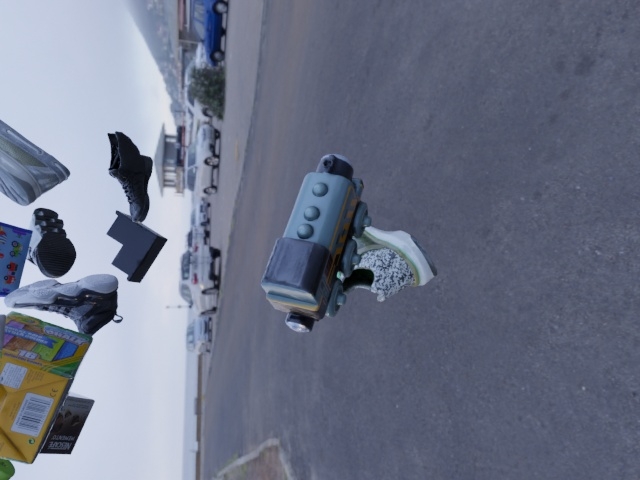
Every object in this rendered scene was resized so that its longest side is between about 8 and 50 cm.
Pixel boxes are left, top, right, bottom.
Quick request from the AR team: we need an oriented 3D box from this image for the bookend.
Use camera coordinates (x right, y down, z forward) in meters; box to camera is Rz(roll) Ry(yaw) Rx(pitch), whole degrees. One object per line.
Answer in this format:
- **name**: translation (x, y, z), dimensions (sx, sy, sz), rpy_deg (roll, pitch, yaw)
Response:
- **bookend**: translation (-0.569, 0.019, 1.373), dimensions (0.157, 0.156, 0.072), rpy_deg (-60, -10, -5)

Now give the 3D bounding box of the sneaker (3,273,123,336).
- **sneaker**: translation (-0.644, 0.178, 1.174), dimensions (0.101, 0.269, 0.153), rpy_deg (-121, 25, -70)

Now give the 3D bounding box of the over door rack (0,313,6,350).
- **over door rack**: translation (-0.657, 0.086, 0.685), dimensions (0.324, 0.239, 0.108), rpy_deg (9, 88, 34)

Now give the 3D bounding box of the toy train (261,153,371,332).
- **toy train**: translation (0.000, 0.000, 0.866), dimensions (0.190, 0.142, 0.334), rpy_deg (69, -143, -60)

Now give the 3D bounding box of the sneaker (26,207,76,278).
- **sneaker**: translation (-0.911, 0.041, 1.539), dimensions (0.146, 0.122, 0.330), rpy_deg (-54, 46, 16)

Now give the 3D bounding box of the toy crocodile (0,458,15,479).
- **toy crocodile**: translation (-0.696, 0.579, 1.017), dimensions (0.105, 0.115, 0.340), rpy_deg (23, 147, 49)

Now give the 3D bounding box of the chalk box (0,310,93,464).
- **chalk box**: translation (-0.585, 0.265, 0.916), dimensions (0.180, 0.179, 0.289), rpy_deg (-66, 19, -2)

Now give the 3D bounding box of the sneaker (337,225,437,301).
- **sneaker**: translation (0.089, 0.055, 1.163), dimensions (0.410, 0.182, 0.158), rpy_deg (10, 130, 61)

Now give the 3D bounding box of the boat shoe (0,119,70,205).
- **boat shoe**: translation (-0.620, -0.199, 0.859), dimensions (0.103, 0.320, 0.118), rpy_deg (-47, -6, -39)

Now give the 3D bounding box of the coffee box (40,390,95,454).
- **coffee box**: translation (-0.817, 0.504, 1.314), dimensions (0.297, 0.119, 0.168), rpy_deg (59, -135, -60)

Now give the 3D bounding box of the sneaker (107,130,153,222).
- **sneaker**: translation (-0.388, -0.125, 0.926), dimensions (0.051, 0.089, 0.170), rpy_deg (1, 83, 36)

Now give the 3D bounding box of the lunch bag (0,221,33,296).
- **lunch bag**: translation (-1.029, 0.037, 1.344), dimensions (0.293, 0.138, 0.221), rpy_deg (48, -135, -69)
